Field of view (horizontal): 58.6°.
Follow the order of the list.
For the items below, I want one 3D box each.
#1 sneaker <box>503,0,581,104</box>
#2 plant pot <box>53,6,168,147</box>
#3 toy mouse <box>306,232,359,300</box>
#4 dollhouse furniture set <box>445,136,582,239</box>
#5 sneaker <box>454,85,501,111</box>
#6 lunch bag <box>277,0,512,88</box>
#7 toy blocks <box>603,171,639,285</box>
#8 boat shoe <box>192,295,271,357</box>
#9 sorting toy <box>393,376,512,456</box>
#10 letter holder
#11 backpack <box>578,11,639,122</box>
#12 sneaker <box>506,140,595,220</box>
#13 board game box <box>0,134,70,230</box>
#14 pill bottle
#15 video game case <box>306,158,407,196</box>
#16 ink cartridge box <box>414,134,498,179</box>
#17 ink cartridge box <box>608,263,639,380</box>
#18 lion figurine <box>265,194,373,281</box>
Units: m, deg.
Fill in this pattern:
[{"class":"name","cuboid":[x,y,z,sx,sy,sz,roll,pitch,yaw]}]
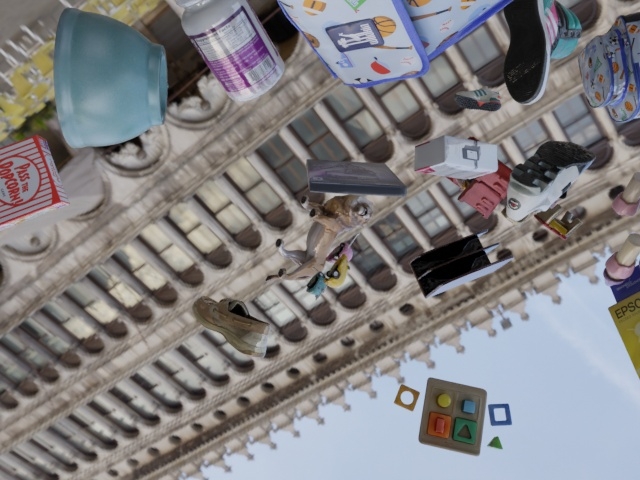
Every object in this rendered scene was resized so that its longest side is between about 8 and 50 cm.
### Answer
[{"class":"sneaker","cuboid":[0.496,-0.424,1.269,0.123,0.178,0.296,-13,-110,54]},{"class":"plant pot","cuboid":[-0.441,-0.346,1.249,0.196,0.293,0.293,1,-156,-9]},{"class":"toy mouse","cuboid":[0.019,0.057,1.054,0.161,0.031,0.143,-55,-167,-19]},{"class":"dollhouse furniture set","cuboid":[0.557,-0.128,1.693,0.152,0.374,0.201,-52,-159,20]},{"class":"sneaker","cuboid":[0.534,-0.489,1.937,0.057,0.161,0.075,98,3,-63]},{"class":"lunch bag","cuboid":[0.127,-0.463,0.977,0.385,0.328,0.239,-33,-122,14]},{"class":"toy blocks","cuboid":[0.899,0.034,1.469,0.308,0.260,0.289,17,-126,15]},{"class":"boat shoe","cuboid":[-0.256,0.224,1.670,0.341,0.121,0.110,24,-84,43]},{"class":"sorting toy","cuboid":[0.387,0.509,1.658,0.047,0.347,0.196,90,12,-68]},{"class":"letter holder","cuboid":[0.509,0.070,2.062,0.301,0.152,0.214,-20,166,-13]},{"class":"backpack","cuboid":[0.834,-0.455,1.536,0.213,0.264,0.276,-20,176,12]},{"class":"sneaker","cuboid":[0.581,-0.155,1.476,0.330,0.146,0.122,-26,-130,-30]},{"class":"board game box","cuboid":[-0.623,-0.106,1.137,0.193,0.147,0.045,-22,177,-4]},{"class":"pill bottle","cuboid":[-0.227,-0.502,1.376,0.169,0.301,0.169,-19,-139,18]},{"class":"video game case","cuboid":[0.068,-0.142,1.260,0.196,0.026,0.274,3,-162,-4]},{"class":"ink cartridge box","cuboid":[0.301,-0.182,1.268,0.109,0.150,0.063,-11,-103,63]},{"class":"ink cartridge box","cuboid":[0.924,0.179,1.513,0.304,0.072,0.307,-53,-138,49]},{"class":"lion figurine","cuboid":[0.000,0.000,1.865,0.392,0.240,0.142,-55,-134,14]}]
